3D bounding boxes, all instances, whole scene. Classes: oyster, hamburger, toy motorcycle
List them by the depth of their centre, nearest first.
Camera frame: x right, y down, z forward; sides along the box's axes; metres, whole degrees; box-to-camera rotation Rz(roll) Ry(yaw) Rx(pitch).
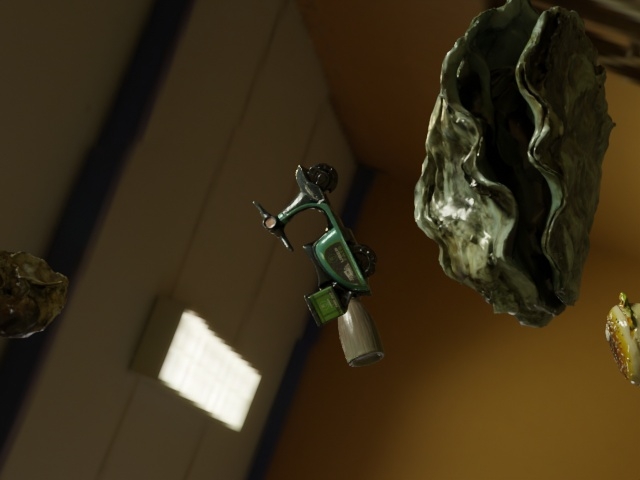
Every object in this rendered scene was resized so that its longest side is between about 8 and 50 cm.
[{"bbox_3d":[0.135,-0.039,0.933,0.198,0.112,0.268,-54,-35,-48],"label":"oyster"},{"bbox_3d":[0.000,0.000,1.515,0.100,0.173,0.058,-26,-1,4],"label":"toy motorcycle"},{"bbox_3d":[-0.426,0.057,1.697,0.161,0.233,0.107,-55,31,37],"label":"oyster"},{"bbox_3d":[0.471,0.148,2.045,0.126,0.081,0.141,-77,-20,-78],"label":"hamburger"}]

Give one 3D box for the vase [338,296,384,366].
[{"bbox_3d":[0.048,0.114,1.825,0.053,0.053,0.101,71,-178,-67],"label":"vase"}]
